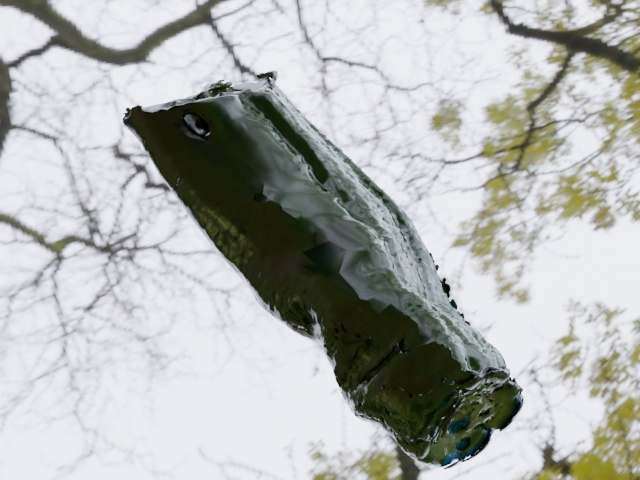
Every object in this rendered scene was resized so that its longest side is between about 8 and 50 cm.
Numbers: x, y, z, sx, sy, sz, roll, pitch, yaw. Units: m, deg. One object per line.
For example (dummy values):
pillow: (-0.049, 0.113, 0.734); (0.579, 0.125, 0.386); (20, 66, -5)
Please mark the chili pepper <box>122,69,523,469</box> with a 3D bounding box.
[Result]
chili pepper: (-0.001, 0.002, 0.560); (0.224, 0.098, 0.061); (47, -55, 32)
